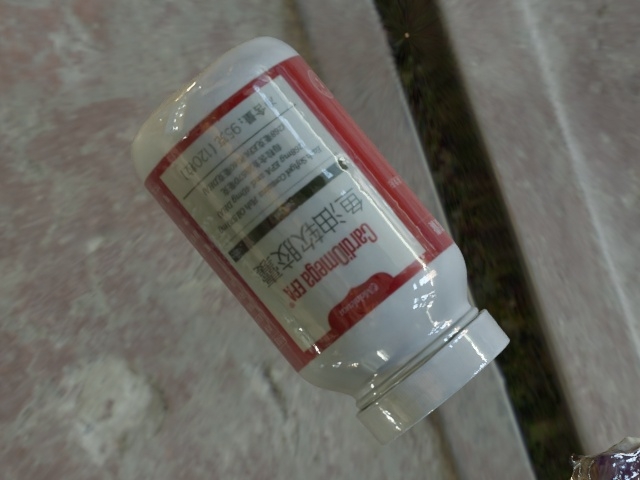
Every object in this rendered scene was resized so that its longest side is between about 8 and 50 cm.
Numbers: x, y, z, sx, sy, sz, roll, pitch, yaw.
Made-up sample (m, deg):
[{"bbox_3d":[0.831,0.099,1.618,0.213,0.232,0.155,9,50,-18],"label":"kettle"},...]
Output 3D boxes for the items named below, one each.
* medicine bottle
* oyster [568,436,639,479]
[{"bbox_3d":[0.000,0.000,1.101,0.131,0.131,0.250,-40,86,6],"label":"medicine bottle"},{"bbox_3d":[0.188,0.183,0.837,0.271,0.275,0.100,-26,54,-1],"label":"oyster"}]
